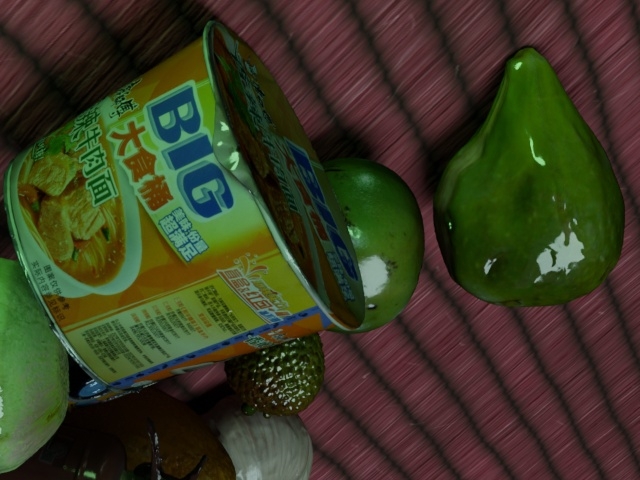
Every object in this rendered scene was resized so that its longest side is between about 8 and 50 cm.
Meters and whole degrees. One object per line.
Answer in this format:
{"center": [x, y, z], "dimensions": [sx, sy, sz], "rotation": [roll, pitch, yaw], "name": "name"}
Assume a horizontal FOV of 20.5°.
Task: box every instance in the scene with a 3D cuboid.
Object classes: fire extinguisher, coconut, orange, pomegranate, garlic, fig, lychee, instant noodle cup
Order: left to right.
{"center": [-0.341, 0.112, 1.570], "dimensions": [0.236, 0.204, 0.236], "rotation": [0, 167, 0], "name": "coconut"}
{"center": [-0.277, 0.207, 1.711], "dimensions": [0.337, 0.106, 0.147], "rotation": [11, 129, 1], "name": "fire extinguisher"}
{"center": [-0.214, 0.275, 1.903], "dimensions": [0.264, 0.264, 0.264], "rotation": [-21, 151, -12], "name": "orange"}
{"center": [-0.117, -0.012, 1.501], "dimensions": [0.214, 0.296, 0.296], "rotation": [-25, 153, 11], "name": "instant noodle cup"}
{"center": [-0.093, 0.304, 2.090], "dimensions": [0.219, 0.212, 0.218], "rotation": [-24, 151, -14], "name": "garlic"}
{"center": [-0.050, 0.138, 1.962], "dimensions": [0.114, 0.114, 0.146], "rotation": [-4, 124, -37], "name": "lychee"}
{"center": [0.000, 0.000, 1.739], "dimensions": [0.210, 0.180, 0.180], "rotation": [14, 138, -11], "name": "pomegranate"}
{"center": [0.221, -0.069, 1.818], "dimensions": [0.206, 0.206, 0.275], "rotation": [-14, 126, -24], "name": "fig"}

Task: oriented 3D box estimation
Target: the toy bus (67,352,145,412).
{"center": [-0.193, 0.087, 1.743], "dimensions": [0.209, 0.126, 0.136], "rotation": [-22, 160, -11], "name": "toy bus"}
